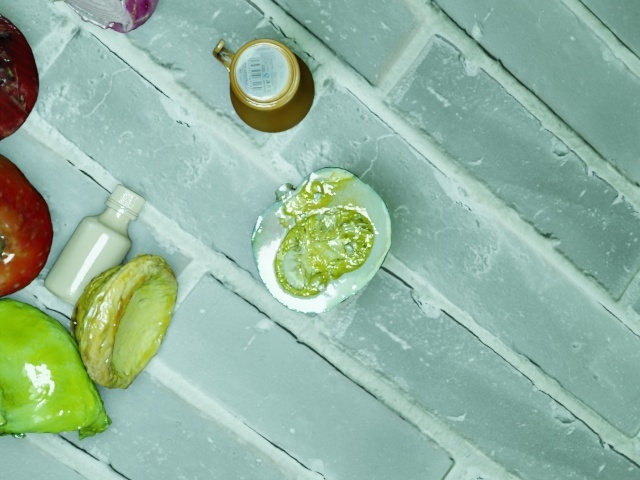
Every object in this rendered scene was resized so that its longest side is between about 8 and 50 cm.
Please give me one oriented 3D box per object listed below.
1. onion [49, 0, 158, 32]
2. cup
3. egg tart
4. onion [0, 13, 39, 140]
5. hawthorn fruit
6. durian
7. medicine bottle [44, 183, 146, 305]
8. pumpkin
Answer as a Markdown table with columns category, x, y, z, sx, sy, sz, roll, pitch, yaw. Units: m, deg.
| category | x | y | z | sx | sy | sz | roll | pitch | yaw |
| --- | --- | --- | --- | --- | --- | --- | --- | --- | --- |
| onion | -0.408 | -0.520 | 1.454 | 0.207 | 0.200 | 0.200 | 27 | 86 | -1 |
| cup | -0.121 | -0.327 | 1.498 | 0.226 | 0.264 | 0.182 | 34 | 93 | -2 |
| egg tart | -0.389 | 0.147 | 1.455 | 0.123 | 0.294 | 0.294 | 20 | 88 | 13 |
| onion | -0.653 | -0.300 | 1.371 | 0.276 | 0.276 | 0.276 | -1 | 93 | -14 |
| hawthorn fruit | -0.609 | -0.014 | 1.338 | 0.287 | 0.330 | 0.287 | -12 | 111 | -33 |
| durian | -0.575 | 0.254 | 1.438 | 0.256 | 0.204 | 0.339 | -18 | 96 | -1 |
| medicine bottle | -0.441 | 0.008 | 1.500 | 0.114 | 0.114 | 0.252 | 31 | 86 | -14 |
| pumpkin | 0.000 | 0.000 | 1.573 | 0.293 | 0.197 | 0.263 | -34 | 88 | -3 |
